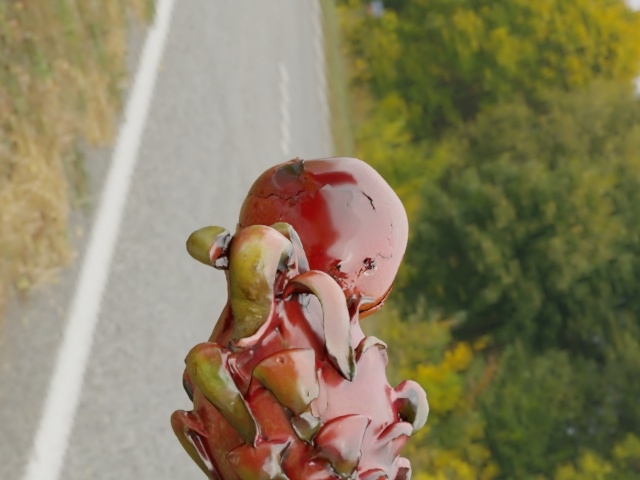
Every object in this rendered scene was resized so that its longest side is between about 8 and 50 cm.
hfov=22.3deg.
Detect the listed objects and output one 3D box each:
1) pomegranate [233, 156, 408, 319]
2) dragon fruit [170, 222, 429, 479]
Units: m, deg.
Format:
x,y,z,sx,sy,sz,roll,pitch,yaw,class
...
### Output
x,y,z,sx,sy,sz,roll,pitch,yaw,class
0.000,0.000,1.918,0.235,0.210,0.210,163,-89,-84,pomegranate
-0.022,0.137,1.519,0.243,0.227,0.307,36,-43,27,dragon fruit
